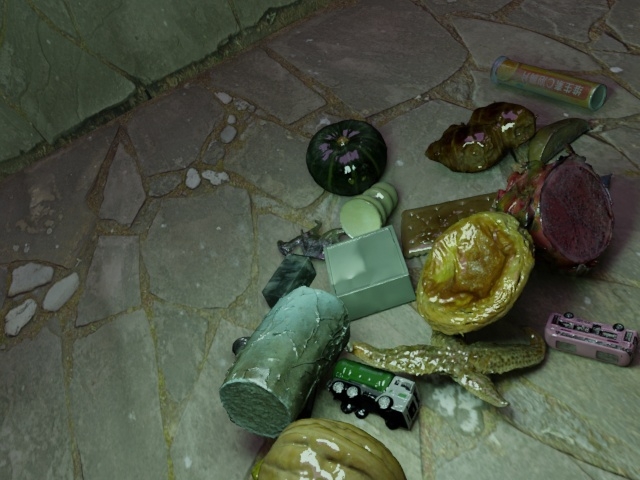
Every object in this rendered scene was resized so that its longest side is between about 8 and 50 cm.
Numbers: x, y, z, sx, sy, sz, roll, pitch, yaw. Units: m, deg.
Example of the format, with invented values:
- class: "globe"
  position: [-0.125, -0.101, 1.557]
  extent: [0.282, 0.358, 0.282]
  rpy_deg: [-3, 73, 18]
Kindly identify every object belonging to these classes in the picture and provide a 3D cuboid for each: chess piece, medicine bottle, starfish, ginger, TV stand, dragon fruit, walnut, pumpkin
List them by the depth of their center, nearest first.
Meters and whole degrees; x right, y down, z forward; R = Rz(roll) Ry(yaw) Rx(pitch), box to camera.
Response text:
- class: "walnut"
  position: [0.028, 0.531, 1.277]
  extent: [0.333, 0.333, 0.333]
  rpy_deg: [-14, 42, 13]
- class: "starfish"
  position: [0.319, 0.257, 1.524]
  extent: [0.432, 0.082, 0.324]
  rpy_deg: [14, 38, 33]
- class: "TV stand"
  position: [-0.032, 0.376, 1.652]
  extent: [0.049, 0.040, 0.256]
  rpy_deg: [-6, 44, 22]
- class: "dragon fruit"
  position: [0.610, -0.064, 1.661]
  extent: [0.314, 0.296, 0.263]
  rpy_deg: [-58, 16, -21]
- class: "chess piece"
  position: [0.174, -0.108, 1.971]
  extent: [0.144, 0.144, 0.251]
  rpy_deg: [1, 24, 27]
- class: "ginger"
  position: [0.528, -0.355, 2.048]
  extent: [0.357, 0.152, 0.274]
  rpy_deg: [-34, 38, 7]
- class: "pumpkin"
  position: [0.095, -0.290, 2.176]
  extent: [0.300, 0.207, 0.300]
  rpy_deg: [-5, 51, 6]
- class: "medicine bottle"
  position: [0.812, -0.570, 2.190]
  extent: [0.108, 0.108, 0.426]
  rpy_deg: [-39, 43, -16]

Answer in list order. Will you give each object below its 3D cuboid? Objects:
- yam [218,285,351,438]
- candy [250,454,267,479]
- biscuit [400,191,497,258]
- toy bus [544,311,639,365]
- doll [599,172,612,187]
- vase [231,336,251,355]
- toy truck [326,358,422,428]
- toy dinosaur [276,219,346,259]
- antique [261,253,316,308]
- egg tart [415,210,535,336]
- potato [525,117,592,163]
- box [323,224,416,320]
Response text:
- class: "yam"
  position: [-0.084, 0.300, 1.498]
  extent: [0.241, 0.241, 0.348]
  rpy_deg: [2, 32, 28]
- class: "candy"
  position: [-0.069, 0.535, 1.468]
  extent: [0.199, 0.094, 0.106]
  rpy_deg: [-36, 40, -24]
- class: "biscuit"
  position: [0.408, -0.052, 1.889]
  extent: [0.325, 0.044, 0.217]
  rpy_deg: [-10, 44, 16]
- class: "toy bus"
  position: [0.642, 0.234, 1.452]
  extent: [0.203, 0.063, 0.090]
  rpy_deg: [11, 46, 32]
- class: "doll"
  position: [0.826, -0.164, 1.804]
  extent: [0.114, 0.039, 0.057]
  rpy_deg: [-47, 10, -9]
- class: "vase"
  position: [-0.184, 0.370, 1.694]
  extent: [0.115, 0.115, 0.237]
  rpy_deg: [-27, 37, -3]
- class: "toy truck"
  position: [0.130, 0.378, 1.527]
  extent: [0.242, 0.101, 0.125]
  rpy_deg: [11, 49, 34]
- class: "toy dinosaur"
  position: [0.001, 0.005, 2.003]
  extent: [0.294, 0.077, 0.162]
  rpy_deg: [-2, 46, 29]
- class: "antique"
  position: [-0.093, 0.128, 1.908]
  extent: [0.086, 0.088, 0.183]
  rpy_deg: [9, 51, 32]
- class: "egg tart"
  position: [0.396, 0.093, 1.530]
  extent: [0.352, 0.150, 0.352]
  rpy_deg: [-35, 34, 29]
- class: "potato"
  position: [0.755, -0.351, 1.989]
  extent: [0.261, 0.100, 0.120]
  rpy_deg: [-37, 43, -14]
- class: "box"
  position: [0.144, 0.097, 1.804]
  extent: [0.225, 0.117, 0.225]
  rpy_deg: [-18, 40, 6]
